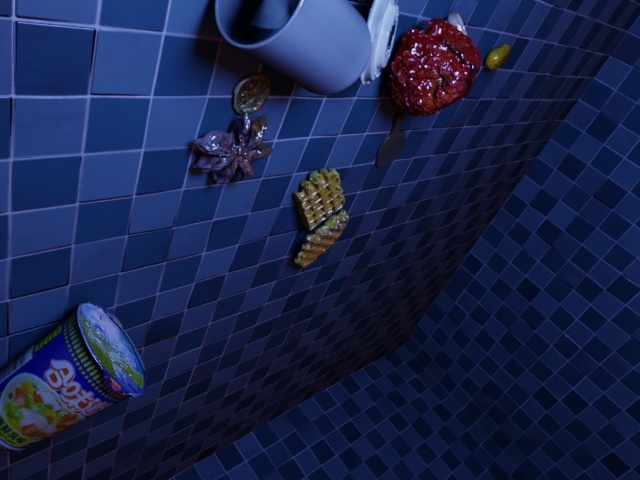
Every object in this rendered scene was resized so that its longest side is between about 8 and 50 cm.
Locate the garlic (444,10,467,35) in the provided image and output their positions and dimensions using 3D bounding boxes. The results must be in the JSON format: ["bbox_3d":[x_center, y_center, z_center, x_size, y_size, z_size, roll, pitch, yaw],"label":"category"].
[{"bbox_3d":[0.385,-0.608,1.466,0.074,0.094,0.113,-4,161,11],"label":"garlic"}]

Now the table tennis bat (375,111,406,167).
[{"bbox_3d":[0.248,-0.341,1.722,0.131,0.022,0.235,-30,152,-24],"label":"table tennis bat"}]

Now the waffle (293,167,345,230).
[{"bbox_3d":[-0.002,-0.147,1.604,0.160,0.055,0.211,-37,148,-15],"label":"waffle"}]

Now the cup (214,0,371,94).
[{"bbox_3d":[-0.034,-0.422,1.007,0.205,0.205,0.312,-52,153,15],"label":"cup"}]

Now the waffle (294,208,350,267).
[{"bbox_3d":[0.000,0.000,1.796,0.243,0.059,0.238,-35,165,-31],"label":"waffle"}]

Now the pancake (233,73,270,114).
[{"bbox_3d":[-0.159,-0.336,1.166,0.108,0.017,0.108,-29,147,-21],"label":"pancake"}]

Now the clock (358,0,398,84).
[{"bbox_3d":[0.148,-0.489,1.213,0.236,0.053,0.237,19,90,-80],"label":"clock"}]

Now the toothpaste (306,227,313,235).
[{"bbox_3d":[-0.038,-0.045,1.744,0.037,0.021,0.140,-30,148,-21],"label":"toothpaste"}]

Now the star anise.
[{"bbox_3d":[-0.204,-0.209,1.222,0.212,0.073,0.197,-34,149,-13],"label":"star anise"}]

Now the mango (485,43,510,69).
[{"bbox_3d":[0.623,-0.646,1.768,0.114,0.057,0.079,-46,150,-15],"label":"mango"}]

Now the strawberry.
[{"bbox_3d":[0.319,-0.463,1.403,0.273,0.221,0.274,-13,136,-13],"label":"strawberry"}]

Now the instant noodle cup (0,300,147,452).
[{"bbox_3d":[-0.636,0.346,1.233,0.312,0.284,0.284,-32,152,-5],"label":"instant noodle cup"}]
